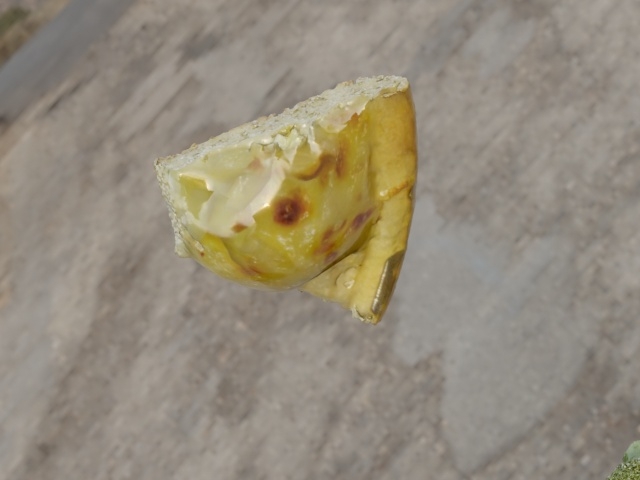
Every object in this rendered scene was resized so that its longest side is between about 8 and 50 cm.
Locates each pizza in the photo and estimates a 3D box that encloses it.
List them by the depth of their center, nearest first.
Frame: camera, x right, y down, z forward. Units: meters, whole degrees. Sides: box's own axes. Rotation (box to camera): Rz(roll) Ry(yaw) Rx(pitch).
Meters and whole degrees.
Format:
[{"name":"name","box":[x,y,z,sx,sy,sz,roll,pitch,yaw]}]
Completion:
[{"name":"pizza","box":[-0.008,-0.002,1.133,0.188,0.204,0.080,-17,35,-11]}]

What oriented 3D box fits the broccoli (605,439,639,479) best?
[{"name":"broccoli","box":[0.287,0.217,1.305,0.130,0.131,0.120,-26,39,7]}]
